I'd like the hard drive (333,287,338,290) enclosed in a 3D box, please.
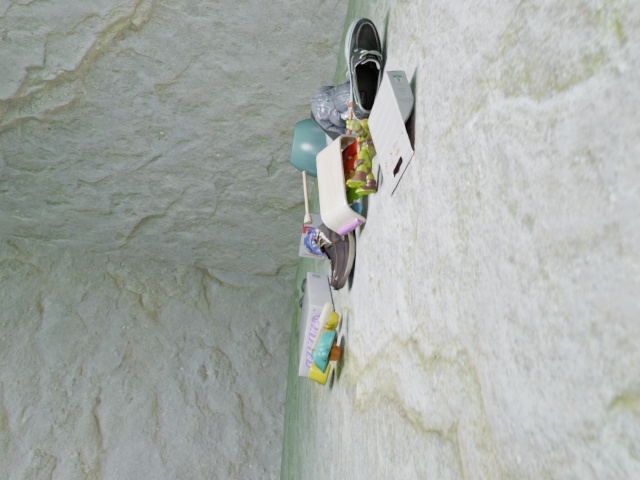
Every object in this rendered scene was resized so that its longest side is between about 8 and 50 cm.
[{"bbox_3d":[0.068,0.103,1.778,0.135,0.022,0.094,107,170,-57],"label":"hard drive"}]

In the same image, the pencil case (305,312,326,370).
[{"bbox_3d":[-0.005,0.359,1.797,0.088,0.086,0.206,-121,39,-69],"label":"pencil case"}]

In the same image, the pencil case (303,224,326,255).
[{"bbox_3d":[0.000,0.000,2.086,0.119,0.133,0.306,-53,5,-5],"label":"pencil case"}]

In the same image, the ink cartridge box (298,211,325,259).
[{"bbox_3d":[-0.027,-0.020,2.382,0.127,0.128,0.176,-89,10,-55],"label":"ink cartridge box"}]

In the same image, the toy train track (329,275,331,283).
[{"bbox_3d":[0.045,0.132,2.009,0.048,0.014,0.084,117,161,-73],"label":"toy train track"}]

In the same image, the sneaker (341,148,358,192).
[{"bbox_3d":[0.090,-0.222,1.717,0.226,0.086,0.164,-133,54,-81],"label":"sneaker"}]

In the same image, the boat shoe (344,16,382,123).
[{"bbox_3d":[0.148,-0.533,1.570,0.119,0.120,0.336,167,101,-75],"label":"boat shoe"}]

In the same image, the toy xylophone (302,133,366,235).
[{"bbox_3d":[0.041,-0.172,1.575,0.236,0.081,0.323,-21,62,49],"label":"toy xylophone"}]

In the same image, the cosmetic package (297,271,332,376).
[{"bbox_3d":[-0.026,0.323,2.032,0.377,0.097,0.285,-100,21,-74],"label":"cosmetic package"}]

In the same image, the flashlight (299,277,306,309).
[{"bbox_3d":[-0.052,0.252,2.366,0.304,0.103,0.103,-104,22,-74],"label":"flashlight"}]

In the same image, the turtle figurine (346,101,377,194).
[{"bbox_3d":[0.126,-0.240,1.395,0.269,0.087,0.218,44,-132,-71],"label":"turtle figurine"}]

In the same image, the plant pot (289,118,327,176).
[{"bbox_3d":[-0.015,-0.428,2.342,0.293,0.234,0.294,-171,90,-85],"label":"plant pot"}]

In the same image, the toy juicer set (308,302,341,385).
[{"bbox_3d":[0.032,0.306,1.575,0.329,0.089,0.209,92,-164,-58],"label":"toy juicer set"}]

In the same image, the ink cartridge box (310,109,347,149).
[{"bbox_3d":[0.032,-0.386,1.908,0.066,0.232,0.189,-45,20,22],"label":"ink cartridge box"}]

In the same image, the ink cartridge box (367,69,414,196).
[{"bbox_3d":[0.175,-0.243,1.173,0.181,0.056,0.225,109,149,-62],"label":"ink cartridge box"}]

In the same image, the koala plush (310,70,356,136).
[{"bbox_3d":[0.086,-0.466,1.724,0.221,0.203,0.197,-179,98,-73],"label":"koala plush"}]

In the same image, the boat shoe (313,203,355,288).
[{"bbox_3d":[0.040,-0.001,1.658,0.132,0.130,0.356,105,172,-50],"label":"boat shoe"}]
